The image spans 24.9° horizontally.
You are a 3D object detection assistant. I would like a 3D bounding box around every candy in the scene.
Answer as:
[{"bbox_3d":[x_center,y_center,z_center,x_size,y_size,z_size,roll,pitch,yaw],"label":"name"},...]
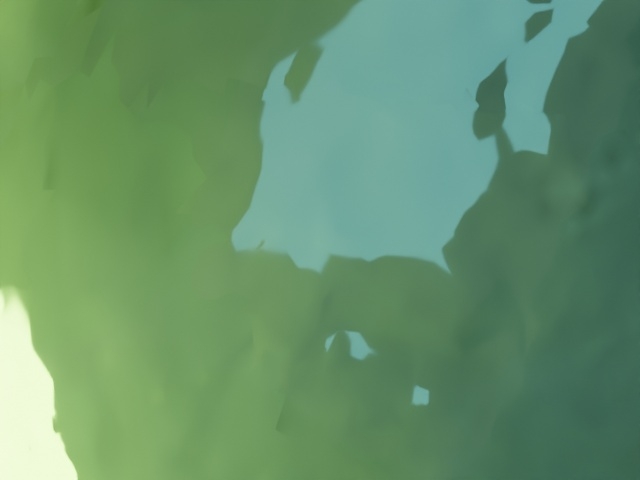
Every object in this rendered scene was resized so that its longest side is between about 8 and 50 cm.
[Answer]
[{"bbox_3d":[0.000,0.000,0.447,0.386,0.186,0.427,20,95,41],"label":"candy"}]
